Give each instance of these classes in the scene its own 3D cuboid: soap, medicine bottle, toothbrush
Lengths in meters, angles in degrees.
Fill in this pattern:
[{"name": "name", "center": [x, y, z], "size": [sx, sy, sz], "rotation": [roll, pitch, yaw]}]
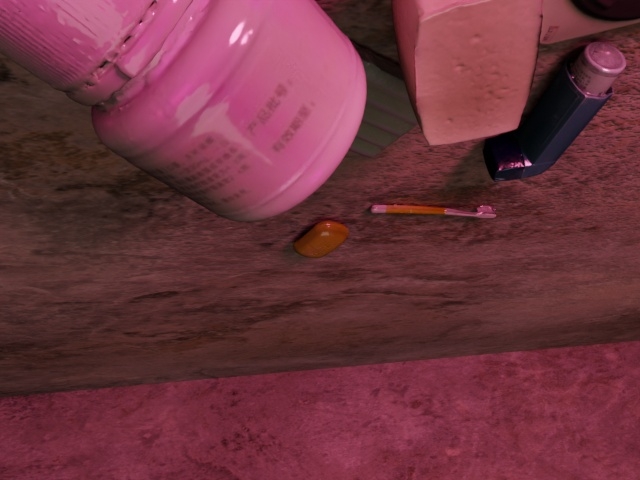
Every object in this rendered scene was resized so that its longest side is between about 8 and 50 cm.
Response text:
[{"name": "soap", "center": [0.000, 0.001, 1.129], "size": [0.088, 0.045, 0.140], "rotation": [16, 144, -31]}, {"name": "medicine bottle", "center": [0.367, -0.194, 0.815], "size": [0.124, 0.079, 0.258], "rotation": [-1, 151, -11]}, {"name": "toothbrush", "center": [0.245, -0.066, 1.090], "size": [0.288, 0.024, 0.021], "rotation": [2, 149, -12]}, {"name": "medicine bottle", "center": [-0.135, -0.192, 0.513], "size": [0.256, 0.256, 0.324], "rotation": [-26, 139, 31]}]

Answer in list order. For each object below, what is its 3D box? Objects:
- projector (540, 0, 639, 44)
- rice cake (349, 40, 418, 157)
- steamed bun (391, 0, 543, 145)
[{"name": "projector", "center": [0.369, -0.343, 0.532], "size": [0.258, 0.079, 0.257], "rotation": [-11, 150, 9]}, {"name": "rice cake", "center": [0.067, -0.202, 0.772], "size": [0.198, 0.037, 0.189], "rotation": [19, 142, -40]}, {"name": "steamed bun", "center": [0.161, -0.240, 0.586], "size": [0.146, 0.164, 0.242], "rotation": [-11, 153, 10]}]
